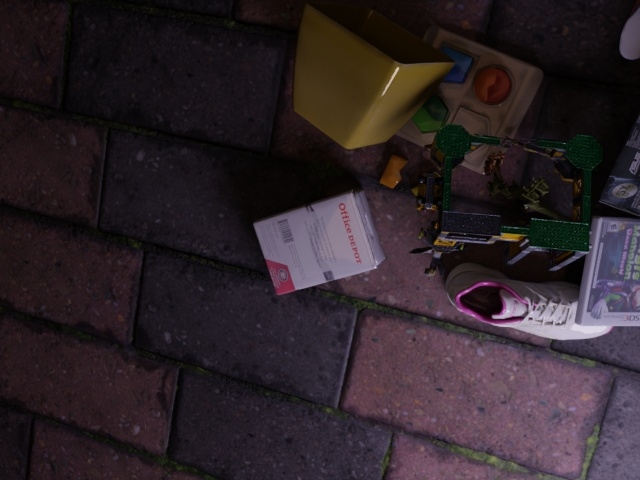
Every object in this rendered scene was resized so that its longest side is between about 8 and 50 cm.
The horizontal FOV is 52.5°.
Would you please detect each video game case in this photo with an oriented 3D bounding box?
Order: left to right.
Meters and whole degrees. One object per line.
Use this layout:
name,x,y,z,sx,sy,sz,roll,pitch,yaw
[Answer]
video game case,0.529,0.056,1.123,0.173,0.022,0.190,3,99,-21

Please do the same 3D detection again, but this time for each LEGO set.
LEGO set,0.320,-0.064,1.148,0.332,0.192,0.254,-2,76,0

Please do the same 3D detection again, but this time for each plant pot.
plant pot,0.070,-0.283,1.149,0.212,0.212,0.187,40,123,21

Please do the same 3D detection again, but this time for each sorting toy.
sorting toy,0.240,-0.215,1.204,0.229,0.041,0.307,27,105,10

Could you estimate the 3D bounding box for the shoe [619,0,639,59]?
shoe,0.545,-0.378,1.066,0.064,0.081,0.177,26,102,11

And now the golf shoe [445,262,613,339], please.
golf shoe,0.375,0.126,1.173,0.307,0.140,0.115,10,101,13

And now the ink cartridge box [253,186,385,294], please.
ink cartridge box,0.000,0.000,1.284,0.218,0.092,0.158,-16,95,20

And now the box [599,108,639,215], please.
box,0.547,-0.131,1.066,0.078,0.147,0.180,28,108,32
